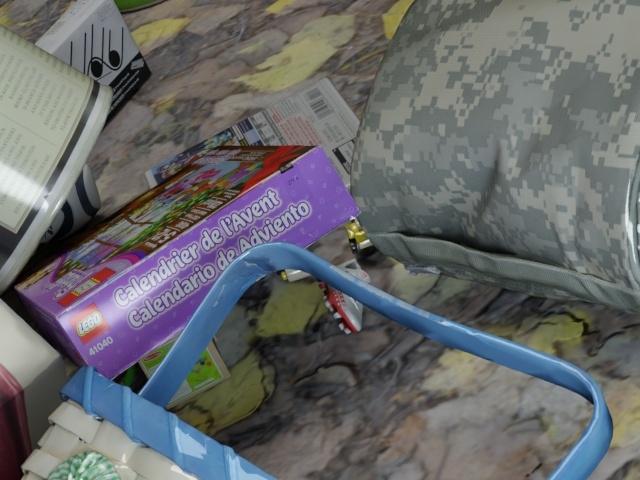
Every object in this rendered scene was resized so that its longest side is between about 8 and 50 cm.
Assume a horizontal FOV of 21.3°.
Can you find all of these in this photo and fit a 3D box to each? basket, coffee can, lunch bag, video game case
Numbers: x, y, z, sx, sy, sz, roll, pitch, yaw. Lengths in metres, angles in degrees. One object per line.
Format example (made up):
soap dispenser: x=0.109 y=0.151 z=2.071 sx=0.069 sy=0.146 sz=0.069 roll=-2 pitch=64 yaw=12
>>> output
basket: x=-0.021 y=0.145 z=0.872 sx=0.254 sy=0.201 sz=0.289 roll=21 pitch=61 yaw=38
coffee can: x=-0.326 y=-0.101 z=1.299 sx=0.201 sy=0.275 sz=0.201 roll=-53 pitch=16 yaw=23
lunch bag: x=0.176 y=-0.080 z=1.081 sx=0.305 sy=0.212 sz=0.256 roll=14 pitch=66 yaw=54
video game case: x=-0.046 y=-0.052 z=1.411 sx=0.183 sy=0.023 sz=0.201 roll=-28 pitch=30 yaw=-2

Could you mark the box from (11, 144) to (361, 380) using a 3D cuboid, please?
box: x=-0.107 y=0.007 z=1.195 sx=0.201 sy=0.057 sz=0.293 roll=-34 pitch=11 yaw=-12

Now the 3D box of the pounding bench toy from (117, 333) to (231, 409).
pounding bench toy: x=-0.117 y=0.081 z=1.220 sx=0.083 sy=0.052 sz=0.065 roll=-28 pitch=29 yaw=-1

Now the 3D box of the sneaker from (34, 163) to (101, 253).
sneaker: x=-0.323 y=-0.018 z=1.506 sx=0.235 sy=0.094 sz=0.153 roll=10 pitch=36 yaw=34

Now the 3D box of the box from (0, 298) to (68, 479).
box: x=-0.300 y=0.134 z=1.154 sx=0.148 sy=0.127 sz=0.232 roll=39 pitch=65 yaw=21

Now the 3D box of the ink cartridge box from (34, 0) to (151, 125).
ink cartridge box: x=-0.249 y=-0.142 z=1.644 sx=0.046 sy=0.097 sz=0.207 roll=-3 pitch=36 yaw=36

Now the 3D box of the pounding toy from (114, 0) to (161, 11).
pounding toy: x=-0.177 y=-0.351 z=1.910 sx=0.236 sy=0.110 sz=0.183 roll=-1 pitch=39 yaw=39

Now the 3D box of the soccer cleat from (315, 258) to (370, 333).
soccer cleat: x=0.021 y=0.037 z=1.204 sx=0.035 sy=0.029 sz=0.083 roll=-30 pitch=24 yaw=2

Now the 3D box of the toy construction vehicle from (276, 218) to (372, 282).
toy construction vehicle: x=0.000 y=0.000 z=1.243 sx=0.085 sy=0.035 sz=0.098 roll=-19 pitch=6 yaw=3
